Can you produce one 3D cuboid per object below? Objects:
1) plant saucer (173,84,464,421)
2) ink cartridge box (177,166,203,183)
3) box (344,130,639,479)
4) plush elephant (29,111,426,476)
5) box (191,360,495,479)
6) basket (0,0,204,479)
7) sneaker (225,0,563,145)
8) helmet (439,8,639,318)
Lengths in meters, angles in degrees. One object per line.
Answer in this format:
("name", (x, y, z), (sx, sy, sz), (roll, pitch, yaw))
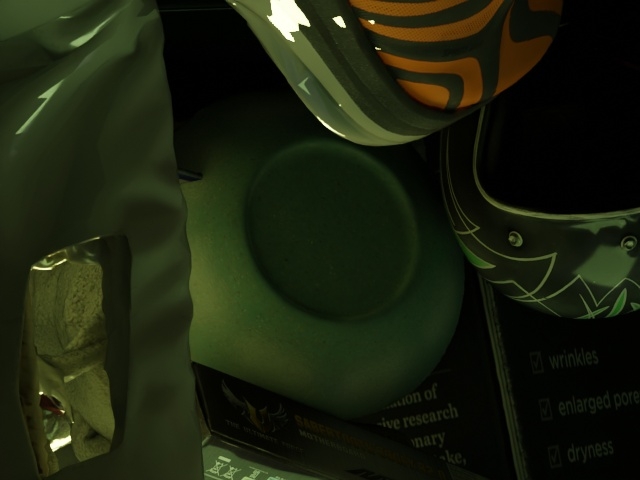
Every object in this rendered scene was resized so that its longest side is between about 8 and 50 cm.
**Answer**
("plant saucer", (0.000, 0.000, 1.007), (0.195, 0.195, 0.037), (-6, 166, -26))
("ink cartridge box", (-0.263, -0.027, 0.952), (0.370, 0.069, 0.176), (-10, 173, 16))
("box", (0.161, 0.164, 1.355), (0.297, 0.472, 0.480), (-14, 171, 38))
("plush elephant", (-0.119, 0.065, 1.119), (0.330, 0.272, 0.255), (-6, 180, -30))
("box", (-0.025, 0.179, 1.012), (0.231, 0.056, 0.183), (24, 119, -31))
("basket", (-0.229, 0.056, 0.672), (0.266, 0.328, 0.331), (-9, 174, 27))
("sneaker", (0.062, -0.111, 0.524), (0.180, 0.125, 0.321), (-11, 172, 21))
("helmet", (0.143, -0.037, 1.017), (0.169, 0.162, 0.169), (-10, 172, -1))
